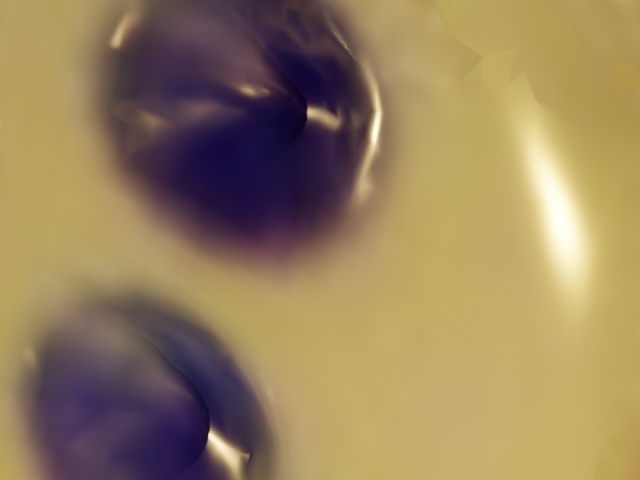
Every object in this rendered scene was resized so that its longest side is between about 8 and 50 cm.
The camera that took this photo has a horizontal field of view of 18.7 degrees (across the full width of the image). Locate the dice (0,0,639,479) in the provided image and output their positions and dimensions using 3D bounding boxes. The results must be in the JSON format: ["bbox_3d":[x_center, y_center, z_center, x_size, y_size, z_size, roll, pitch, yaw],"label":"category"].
[{"bbox_3d":[0.000,0.000,0.555,0.304,0.277,0.304,27,21,26],"label":"dice"}]
